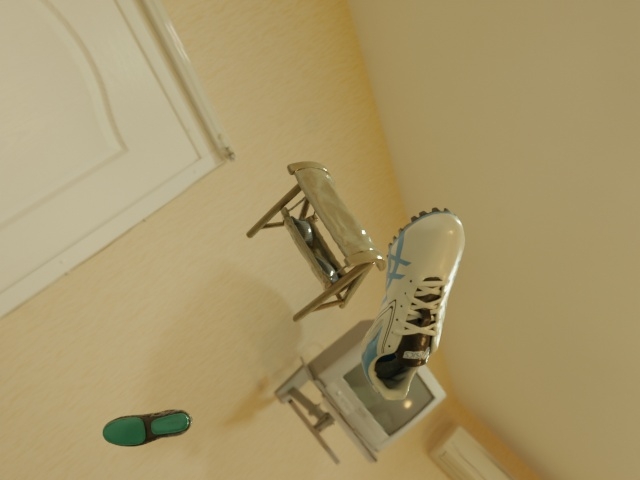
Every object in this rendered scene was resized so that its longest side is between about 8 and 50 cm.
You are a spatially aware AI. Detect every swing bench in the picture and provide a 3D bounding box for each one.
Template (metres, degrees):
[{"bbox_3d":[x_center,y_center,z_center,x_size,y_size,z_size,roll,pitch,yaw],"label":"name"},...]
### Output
[{"bbox_3d":[0.000,0.000,1.078,0.254,0.165,0.253,-50,-119,42],"label":"swing bench"}]

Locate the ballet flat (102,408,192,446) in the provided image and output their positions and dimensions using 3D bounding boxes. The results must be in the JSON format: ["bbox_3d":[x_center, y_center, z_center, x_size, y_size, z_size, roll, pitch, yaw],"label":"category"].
[{"bbox_3d":[-0.223,0.245,0.646,0.041,0.115,0.041,173,-90,-88],"label":"ballet flat"}]

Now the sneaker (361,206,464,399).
[{"bbox_3d":[0.102,0.075,0.522,0.086,0.085,0.237,-112,-153,-52],"label":"sneaker"}]
